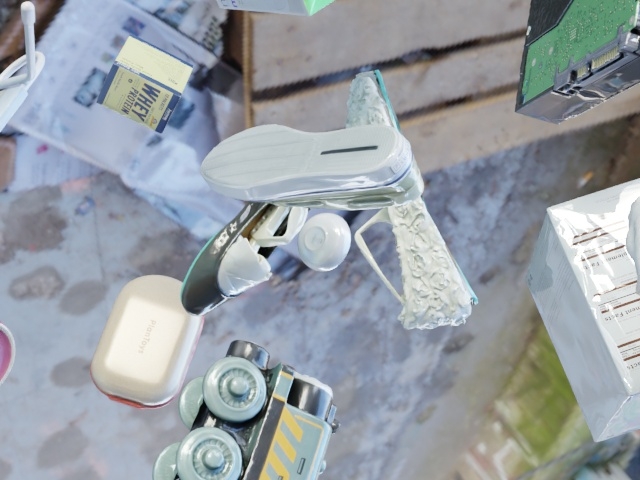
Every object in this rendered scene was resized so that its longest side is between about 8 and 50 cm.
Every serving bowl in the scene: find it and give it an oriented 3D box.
[{"bbox_3d":[0.000,0.000,1.473,0.083,0.083,0.027,-50,147,13],"label":"serving bowl"}]

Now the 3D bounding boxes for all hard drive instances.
[{"bbox_3d":[0.295,-0.307,1.073,0.064,0.237,0.339,14,77,-13],"label":"hard drive"}]

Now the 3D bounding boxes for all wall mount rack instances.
[{"bbox_3d":[-0.503,-0.188,1.505,0.130,0.304,0.350,47,54,-33],"label":"wall mount rack"}]

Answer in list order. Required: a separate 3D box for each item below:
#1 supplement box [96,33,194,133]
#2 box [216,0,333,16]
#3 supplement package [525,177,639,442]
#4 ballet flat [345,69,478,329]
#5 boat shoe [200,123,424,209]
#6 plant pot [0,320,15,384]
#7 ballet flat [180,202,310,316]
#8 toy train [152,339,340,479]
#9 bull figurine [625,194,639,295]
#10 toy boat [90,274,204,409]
[{"bbox_3d":[-0.199,-0.179,1.217,0.083,0.083,0.056,25,123,-12],"label":"supplement box"},{"bbox_3d":[-0.005,-0.413,1.391,0.262,0.231,0.127,-37,120,-22],"label":"box"},{"bbox_3d":[0.326,0.071,1.103,0.149,0.203,0.194,-18,157,-4],"label":"supplement package"},{"bbox_3d":[0.100,-0.055,1.569,0.146,0.409,0.147,-21,171,-3],"label":"ballet flat"},{"bbox_3d":[-0.016,-0.077,1.311,0.094,0.302,0.109,55,51,-40],"label":"boat shoe"},{"bbox_3d":[-0.569,0.154,1.622,0.201,0.180,0.201,-24,123,-45],"label":"plant pot"},{"bbox_3d":[-0.097,0.000,1.572,0.280,0.096,0.095,-55,133,-15],"label":"ballet flat"},{"bbox_3d":[-0.093,0.285,1.233,0.190,0.334,0.142,27,150,-15],"label":"toy train"},{"bbox_3d":[0.352,0.022,0.802,0.310,0.188,0.101,-11,147,-48],"label":"bull figurine"},{"bbox_3d":[-0.284,0.176,1.772,0.150,0.231,0.151,19,153,-2],"label":"toy boat"}]
